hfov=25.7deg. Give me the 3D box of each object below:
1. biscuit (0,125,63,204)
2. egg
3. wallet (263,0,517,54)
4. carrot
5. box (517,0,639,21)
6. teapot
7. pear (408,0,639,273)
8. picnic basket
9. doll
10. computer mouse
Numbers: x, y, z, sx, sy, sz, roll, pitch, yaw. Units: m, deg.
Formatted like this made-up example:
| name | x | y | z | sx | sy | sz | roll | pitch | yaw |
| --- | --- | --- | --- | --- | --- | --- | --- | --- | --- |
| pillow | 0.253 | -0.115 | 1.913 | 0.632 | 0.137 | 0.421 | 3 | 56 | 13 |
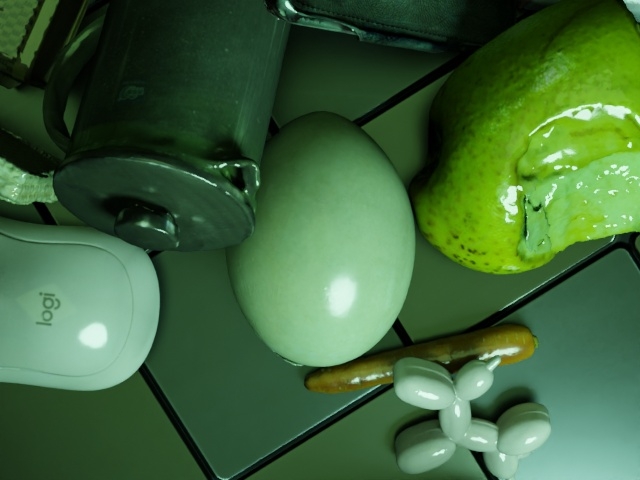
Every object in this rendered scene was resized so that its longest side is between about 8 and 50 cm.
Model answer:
| name | x | y | z | sx | sy | sz | roll | pitch | yaw |
| --- | --- | --- | --- | --- | --- | --- | --- | --- | --- |
| biscuit | -0.323 | -0.083 | 1.344 | 0.150 | 0.252 | 0.052 | 29 | 91 | -2 |
| egg | 0.000 | 0.000 | 1.378 | 0.187 | 0.186 | 0.253 | 4 | 95 | 0 |
| wallet | 0.072 | -0.269 | 1.342 | 0.318 | 0.045 | 0.172 | 3 | 83 | -41 |
| carrot | 0.104 | 0.126 | 1.456 | 0.248 | 0.043 | 0.043 | -12 | 92 | 2 |
| box | 0.393 | -0.306 | 1.406 | 0.370 | 0.112 | 0.190 | 5 | 93 | 1 |
| teapot | -0.151 | -0.149 | 1.317 | 0.270 | 0.200 | 0.337 | -4 | 61 | 29 |
| pear | 0.204 | -0.091 | 1.349 | 0.255 | 0.164 | 0.238 | -18 | 124 | 2 |
| picnic basket | -0.293 | -0.286 | 1.380 | 0.139 | 0.165 | 0.266 | 24 | 92 | -2 |
| doll | 0.155 | 0.186 | 1.435 | 0.160 | 0.059 | 0.161 | -4 | 119 | 2 |
| computer mouse | -0.313 | 0.064 | 1.416 | 0.297 | 0.121 | 0.184 | 11 | 93 | -1 |
